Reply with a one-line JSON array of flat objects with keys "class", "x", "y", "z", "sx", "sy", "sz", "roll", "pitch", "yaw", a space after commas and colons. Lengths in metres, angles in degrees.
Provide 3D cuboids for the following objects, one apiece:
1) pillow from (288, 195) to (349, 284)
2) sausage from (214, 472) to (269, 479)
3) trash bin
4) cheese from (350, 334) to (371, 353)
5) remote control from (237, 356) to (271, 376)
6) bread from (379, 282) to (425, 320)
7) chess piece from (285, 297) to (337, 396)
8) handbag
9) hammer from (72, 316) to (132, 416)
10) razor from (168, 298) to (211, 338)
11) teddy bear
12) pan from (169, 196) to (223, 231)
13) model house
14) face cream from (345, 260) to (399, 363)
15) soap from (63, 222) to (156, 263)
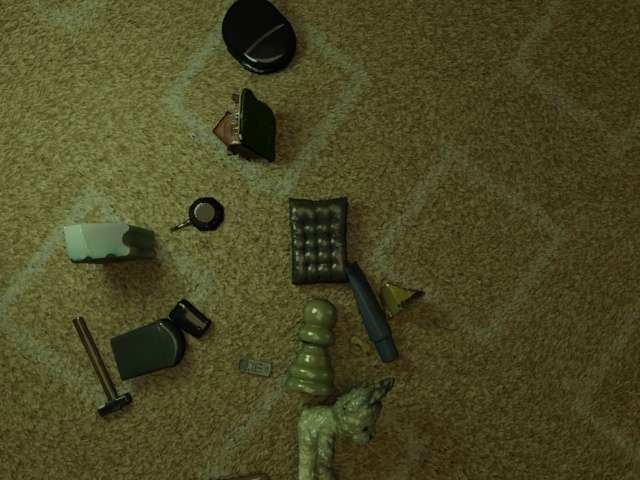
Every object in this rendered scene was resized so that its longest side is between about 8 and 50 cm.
[{"class": "pillow", "x": 0.000, "y": 0.000, "z": 1.680, "sx": 0.227, "sy": 0.101, "sz": 0.327, "roll": -2, "pitch": 84, "yaw": -1}, {"class": "sausage", "x": -0.332, "y": 0.879, "z": 1.603, "sx": 0.300, "sy": 0.066, "sz": 0.066, "roll": -5, "pitch": 86, "yaw": -2}, {"class": "trash bin", "x": -0.608, "y": 0.386, "z": 1.610, "sx": 0.236, "sy": 0.101, "sz": 0.177, "roll": -19, "pitch": 88, "yaw": -3}, {"class": "cheese", "x": 0.148, "y": 0.390, "z": 1.687, "sx": 0.083, "sy": 0.030, "sz": 0.044, "roll": 33, "pitch": 78, "yaw": -6}, {"class": "remote control", "x": -0.245, "y": 0.468, "z": 1.663, "sx": 0.124, "sy": 0.018, "sz": 0.053, "roll": 14, "pitch": 84, "yaw": -2}, {"class": "bread", "x": 0.302, "y": 0.209, "z": 1.660, "sx": 0.152, "sy": 0.147, "sz": 0.127, "roll": -18, "pitch": 74, "yaw": -11}, {"class": "chess piece", "x": -0.015, "y": 0.375, "z": 1.617, "sx": 0.182, "sy": 0.182, "sz": 0.331, "roll": 10, "pitch": 79, "yaw": -3}, {"class": "handbag", "x": -0.239, "y": -0.790, "z": 1.732, "sx": 0.253, "sy": 0.093, "sz": 0.308, "roll": -42, "pitch": 89, "yaw": -6}, {"class": "hammer", "x": -0.809, "y": 0.447, "z": 1.625, "sx": 0.111, "sy": 0.043, "sz": 0.366, "roll": -26, "pitch": 85, "yaw": -4}, {"class": "razor", "x": -0.477, "y": 0.290, "z": 1.646, "sx": 0.148, "sy": 0.054, "sz": 0.090, "roll": 38, "pitch": 88, "yaw": 1}, {"class": "teddy bear", "x": 0.106, "y": 0.677, "z": 1.516, "sx": 0.361, "sy": 0.327, "sz": 0.376, "roll": -14, "pitch": 76, "yaw": 23}, {"class": "pan", "x": -0.456, "y": -0.074, "z": 1.681, "sx": 0.128, "sy": 0.048, "sz": 0.202, "roll": 41, "pitch": 85, "yaw": 0}, {"class": "model house", "x": -0.282, "y": -0.404, "z": 1.626, "sx": 0.153, "sy": 0.294, "sz": 0.207, "roll": -2, "pitch": 85, "yaw": 17}, {"class": "face cream", "x": 0.188, "y": 0.266, "z": 1.665, "sx": 0.086, "sy": 0.135, "sz": 0.386, "roll": -23, "pitch": 91, "yaw": 23}, {"class": "soap", "x": -0.711, "y": 0.014, "z": 1.509, "sx": 0.208, "sy": 0.347, "sz": 0.115, "roll": -8, "pitch": 87, "yaw": -4}]
